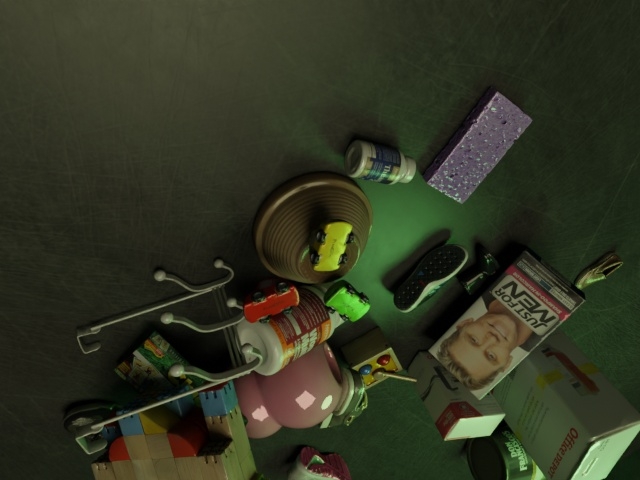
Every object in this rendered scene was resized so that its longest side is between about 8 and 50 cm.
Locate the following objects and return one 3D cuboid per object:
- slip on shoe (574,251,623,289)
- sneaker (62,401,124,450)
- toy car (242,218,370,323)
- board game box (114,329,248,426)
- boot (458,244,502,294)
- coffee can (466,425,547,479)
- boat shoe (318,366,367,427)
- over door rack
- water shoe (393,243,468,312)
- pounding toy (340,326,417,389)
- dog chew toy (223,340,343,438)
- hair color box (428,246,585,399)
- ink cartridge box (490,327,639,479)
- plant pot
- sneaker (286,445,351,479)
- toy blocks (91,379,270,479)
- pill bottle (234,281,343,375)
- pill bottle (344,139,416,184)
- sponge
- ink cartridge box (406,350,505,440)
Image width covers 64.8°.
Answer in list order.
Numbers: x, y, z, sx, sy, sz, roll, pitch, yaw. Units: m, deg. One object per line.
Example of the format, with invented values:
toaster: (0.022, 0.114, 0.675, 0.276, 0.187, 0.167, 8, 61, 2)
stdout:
slip on shoe: (0.757, 0.090, 1.374, 0.135, 0.041, 0.051, -42, 130, 12)
sneaker: (-0.434, 0.426, 1.077, 0.087, 0.130, 0.227, -45, 127, 12)
toy car: (0.004, 0.079, 0.892, 0.239, 0.053, 0.225, -44, 132, 10)
board game box: (-0.279, 0.310, 1.009, 0.136, 0.030, 0.259, -41, 96, 23)
boot: (0.371, 0.073, 1.197, 0.099, 0.045, 0.121, -39, 134, 10)
coffee can: (0.678, 0.741, 1.744, 0.275, 0.201, 0.201, -1, 126, -23)
boat shoe: (0.060, 0.380, 1.224, 0.091, 0.109, 0.305, 1, 147, -13)
over door rack: (-0.283, 0.176, 0.869, 0.324, 0.239, 0.108, -26, 134, -3)
water shoe: (0.250, 0.084, 1.152, 0.203, 0.073, 0.080, -42, 157, 11)
pounding toy: (0.145, 0.305, 1.244, 0.130, 0.100, 0.141, -29, 131, 1)
dog chew toy: (-0.124, 0.327, 1.093, 0.332, 0.206, 0.206, -23, 132, 7)
hair color box: (0.447, 0.202, 1.229, 0.347, 0.174, 0.105, -53, 162, 20)
ink cartridge box: (0.603, 0.414, 1.332, 0.160, 0.384, 0.279, -12, 130, -14)
plant pot: (0.000, 0.000, 0.940, 0.237, 0.110, 0.237, -11, 128, -15)
sneaker: (-0.004, 0.692, 1.494, 0.111, 0.103, 0.252, -42, 124, 17)
toy blocks: (-0.285, 0.397, 0.952, 0.381, 0.191, 0.261, -12, 96, 18)
pill bottle: (-0.048, 0.161, 0.987, 0.221, 0.121, 0.121, -24, 139, -44)
pill bottle: (0.109, -0.137, 0.905, 0.120, 0.067, 0.067, 7, 123, -27)
sponge: (0.302, -0.178, 0.980, 0.117, 0.031, 0.210, 21, 116, -34)
ink cartridge box: (0.349, 0.397, 1.324, 0.159, 0.218, 0.092, 5, 123, -26)
